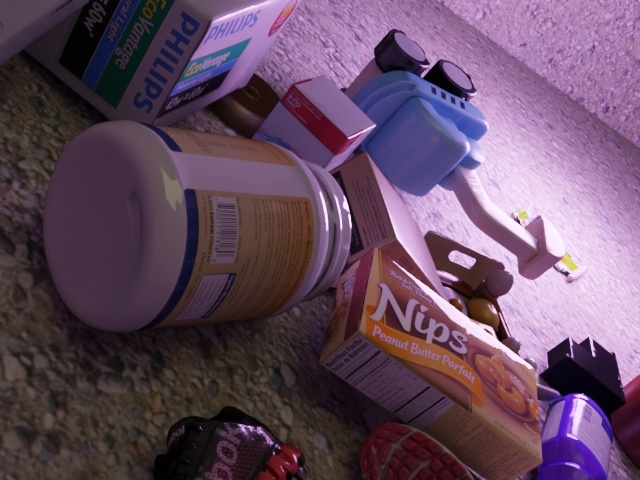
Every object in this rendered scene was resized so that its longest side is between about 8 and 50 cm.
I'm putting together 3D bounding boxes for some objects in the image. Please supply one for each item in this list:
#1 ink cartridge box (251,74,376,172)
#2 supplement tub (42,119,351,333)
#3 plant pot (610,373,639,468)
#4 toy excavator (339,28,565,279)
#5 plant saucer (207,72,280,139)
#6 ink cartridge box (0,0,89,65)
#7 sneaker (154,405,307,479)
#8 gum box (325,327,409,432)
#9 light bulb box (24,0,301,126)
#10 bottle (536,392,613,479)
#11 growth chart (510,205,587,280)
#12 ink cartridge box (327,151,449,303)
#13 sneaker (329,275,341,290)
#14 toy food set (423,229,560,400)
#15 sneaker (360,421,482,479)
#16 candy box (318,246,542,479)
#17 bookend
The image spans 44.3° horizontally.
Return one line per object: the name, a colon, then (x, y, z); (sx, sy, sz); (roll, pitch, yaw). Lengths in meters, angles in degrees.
ink cartridge box: (-0.026, -0.161, 1.294); (0.127, 0.176, 0.128); (45, 29, 5)
supplement tub: (-0.134, -0.013, 0.932); (0.316, 0.228, 0.228); (1, 51, -50)
plant pot: (0.724, 0.323, 1.516); (0.273, 0.265, 0.272); (30, 33, -22)
toy excavator: (0.259, -0.147, 1.581); (0.433, 0.222, 0.445); (19, 42, -34)
plant saucer: (-0.133, -0.258, 1.422); (0.199, 0.036, 0.198); (30, 33, -22)
ink cartridge box: (-0.438, -0.314, 0.957); (0.223, 0.224, 0.045); (49, -7, 8)
sneaker: (-0.122, 0.249, 0.755); (0.135, 0.097, 0.276); (47, 28, 4)
gum box: (0.095, 0.191, 1.119); (0.107, 0.062, 0.188); (10, 45, -43)
light bulb box: (-0.271, -0.382, 1.187); (0.361, 0.225, 0.358); (39, 32, 1)
bottle: (0.402, 0.357, 1.254); (0.118, 0.092, 0.283); (53, 31, -3)
growth chart: (0.574, 0.005, 1.967); (0.237, 0.021, 0.172); (49, 30, 7)
ink cartridge box: (0.107, 0.005, 1.262); (0.234, 0.088, 0.193); (47, 20, -46)
sneaker: (0.000, 0.000, 1.226); (0.057, 0.075, 0.161); (9, 45, -45)
toy food set: (0.303, 0.133, 1.411); (0.220, 0.092, 0.306); (23, 36, -33)
sneaker: (0.168, 0.346, 0.992); (0.299, 0.121, 0.112); (43, 1, -1)
candy box: (0.157, 0.170, 1.067); (0.316, 0.087, 0.182); (36, 32, -13)
bookend: (0.508, 0.244, 1.542); (0.157, 0.072, 0.156); (37, 30, -11)
